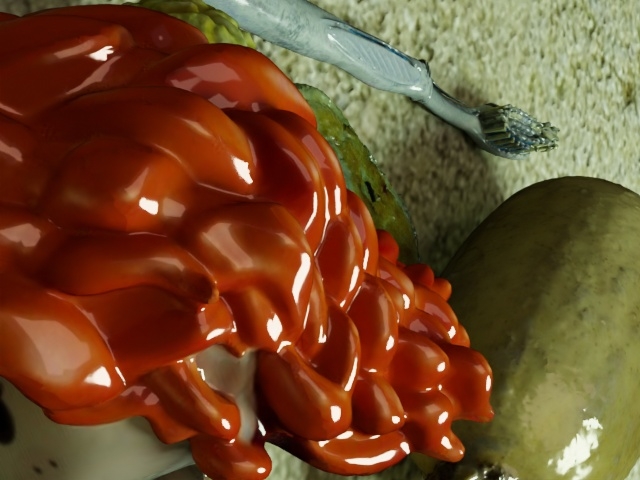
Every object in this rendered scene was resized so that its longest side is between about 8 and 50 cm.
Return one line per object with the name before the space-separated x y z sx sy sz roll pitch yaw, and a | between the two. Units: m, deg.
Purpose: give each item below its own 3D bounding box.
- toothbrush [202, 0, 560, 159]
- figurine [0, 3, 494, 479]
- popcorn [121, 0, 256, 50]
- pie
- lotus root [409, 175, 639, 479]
toothbrush | 0.028 -0.116 1.082 0.413 0.042 0.035 20 65 -48
figurine | -0.084 0.110 0.727 0.306 0.241 0.412 5 94 -27
popcorn | -0.087 -0.065 0.858 0.106 0.121 0.116 22 27 -9
pie | 0.000 0.000 1.003 0.187 0.041 0.187 21 63 -49
lotus root | 0.137 0.082 1.076 0.169 0.151 0.343 63 35 -20
